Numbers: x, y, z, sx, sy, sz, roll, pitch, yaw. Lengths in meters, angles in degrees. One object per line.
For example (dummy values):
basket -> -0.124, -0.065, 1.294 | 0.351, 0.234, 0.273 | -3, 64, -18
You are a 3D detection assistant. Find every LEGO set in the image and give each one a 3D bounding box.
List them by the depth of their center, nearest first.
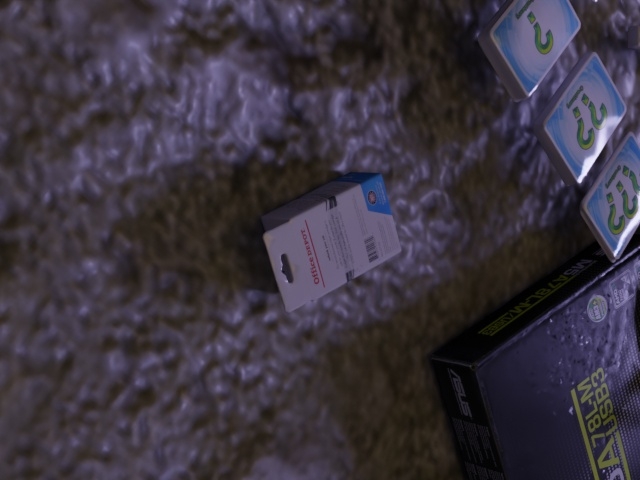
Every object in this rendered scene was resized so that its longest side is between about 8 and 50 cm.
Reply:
LEGO set -> 0.218, -0.132, 0.706 | 0.244, 0.060, 0.182 | -50, 117, -30

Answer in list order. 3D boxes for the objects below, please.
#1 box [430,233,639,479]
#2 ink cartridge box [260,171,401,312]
box -> 0.171, 0.117, 0.719 | 0.184, 0.045, 0.190 | -30, 111, -34
ink cartridge box -> 0.000, 0.000, 0.586 | 0.083, 0.028, 0.048 | -27, 111, -32
